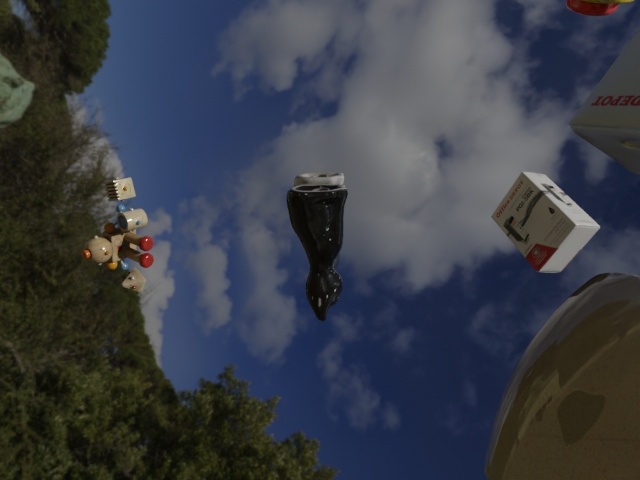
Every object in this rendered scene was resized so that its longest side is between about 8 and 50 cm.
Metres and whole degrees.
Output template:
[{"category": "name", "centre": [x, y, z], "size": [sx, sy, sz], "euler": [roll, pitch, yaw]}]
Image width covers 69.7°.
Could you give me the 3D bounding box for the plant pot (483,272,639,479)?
[{"category": "plant pot", "centre": [0.253, 0.196, 0.376], "size": [0.191, 0.284, 0.284], "euler": [-36, -127, 1]}]

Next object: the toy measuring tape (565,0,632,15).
[{"category": "toy measuring tape", "centre": [0.405, -0.417, 0.677], "size": [0.121, 0.121, 0.330], "euler": [-49, -163, 41]}]

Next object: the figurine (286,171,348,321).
[{"category": "figurine", "centre": [0.000, 0.000, 0.783], "size": [0.215, 0.092, 0.209], "euler": [-86, 174, -73]}]

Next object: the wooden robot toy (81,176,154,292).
[{"category": "wooden robot toy", "centre": [-0.284, 0.004, 0.631], "size": [0.076, 0.079, 0.173], "euler": [19, -65, 31]}]

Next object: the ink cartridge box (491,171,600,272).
[{"category": "ink cartridge box", "centre": [0.348, -0.030, 0.727], "size": [0.135, 0.056, 0.099], "euler": [-113, -145, -44]}]

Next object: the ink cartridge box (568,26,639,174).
[{"category": "ink cartridge box", "centre": [0.258, -0.120, 0.268], "size": [0.175, 0.072, 0.127], "euler": [-57, -167, 12]}]
